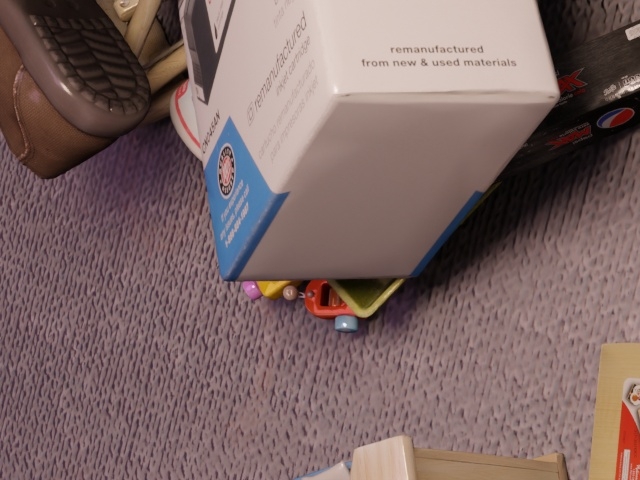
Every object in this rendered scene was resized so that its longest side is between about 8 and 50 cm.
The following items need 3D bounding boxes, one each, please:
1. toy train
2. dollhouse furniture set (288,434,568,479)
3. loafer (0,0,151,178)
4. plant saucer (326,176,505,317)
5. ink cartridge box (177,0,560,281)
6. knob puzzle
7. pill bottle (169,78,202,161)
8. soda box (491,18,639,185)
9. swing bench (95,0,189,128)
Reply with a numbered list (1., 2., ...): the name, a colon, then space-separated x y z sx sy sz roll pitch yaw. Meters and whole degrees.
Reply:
1. toy train: 0.000 0.000 1.621 0.125 0.046 0.166 -8 71 23
2. dollhouse furniture set: 0.019 0.295 1.443 0.303 0.198 0.286 -21 68 37
3. loafer: -0.273 -0.196 1.622 0.130 0.134 0.366 -49 54 29
4. plant saucer: 0.053 -0.058 1.556 0.188 0.045 0.188 -46 58 6
5. ink cartridge box: 0.008 -0.205 1.424 0.285 0.166 0.394 123 141 -58
6. knob puzzle: 0.274 0.159 1.360 0.213 0.030 0.213 -10 75 39
7. pill bottle: -0.045 -0.134 1.652 0.160 0.087 0.087 -37 60 29
8. soda box: 0.179 -0.100 1.443 0.169 0.060 0.053 -22 66 16
9. swing bench: -0.177 -0.260 1.746 0.255 0.165 0.253 -45 57 32
